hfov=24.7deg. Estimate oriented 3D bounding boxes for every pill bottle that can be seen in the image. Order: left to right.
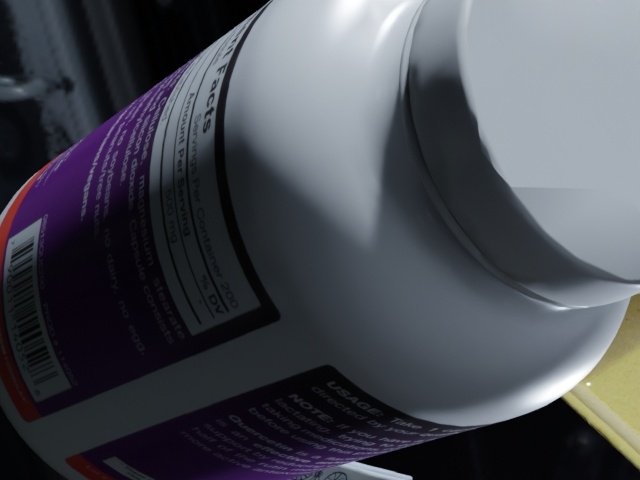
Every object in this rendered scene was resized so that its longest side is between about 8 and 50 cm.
[{"bbox_3d":[0.000,0.000,0.597,0.181,0.323,0.181,14,-114,-33],"label":"pill bottle"}]

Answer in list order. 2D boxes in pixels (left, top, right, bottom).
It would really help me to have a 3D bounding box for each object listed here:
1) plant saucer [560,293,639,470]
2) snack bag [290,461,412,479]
[{"bbox_3d":[0.390,0.110,1.269,0.333,0.333,0.081,-31,-54,-10],"label":"plant saucer"},{"bbox_3d":[-0.090,0.382,1.774,0.323,0.037,0.342,21,-66,-42],"label":"snack bag"}]
